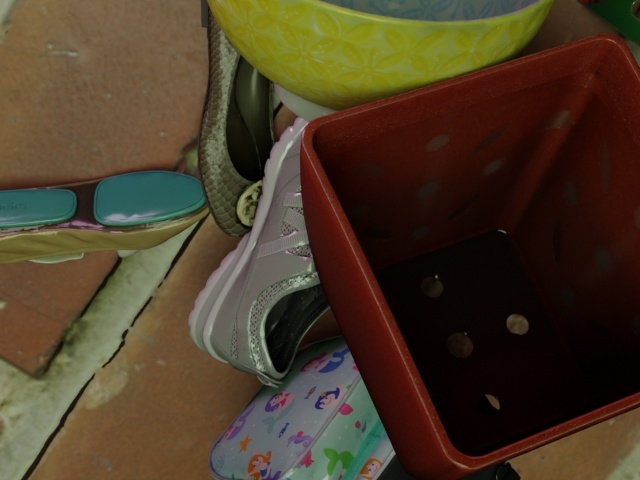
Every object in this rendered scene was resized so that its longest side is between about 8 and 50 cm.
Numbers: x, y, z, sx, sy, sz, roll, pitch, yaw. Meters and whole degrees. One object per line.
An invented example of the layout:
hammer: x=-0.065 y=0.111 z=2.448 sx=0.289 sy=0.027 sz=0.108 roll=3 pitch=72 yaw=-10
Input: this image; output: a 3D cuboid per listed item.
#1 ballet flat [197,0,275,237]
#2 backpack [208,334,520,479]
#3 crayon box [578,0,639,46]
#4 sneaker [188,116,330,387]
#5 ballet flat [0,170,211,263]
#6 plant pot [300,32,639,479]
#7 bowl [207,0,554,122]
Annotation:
ballet flat: x=-0.063 y=-0.122 z=1.274 sx=0.058 sy=0.084 sz=0.249 roll=9 pitch=107 yaw=30
backpack: x=0.018 y=0.201 z=1.290 sx=0.191 sy=0.253 sz=0.225 roll=45 pitch=63 yaw=-11
crayon box: x=0.322 y=-0.289 z=1.133 sx=0.081 sy=0.202 sz=0.318 roll=14 pitch=113 yaw=-40
sneaker: x=0.000 y=0.000 z=1.272 sx=0.105 sy=0.115 sz=0.281 roll=16 pitch=105 yaw=-48
ballet flat: x=-0.206 y=-0.017 z=1.334 sx=0.232 sy=0.080 sz=0.073 roll=-3 pitch=137 yaw=6
plant pot: x=0.136 y=0.043 z=1.116 sx=0.267 sy=0.236 sz=0.267 roll=-18 pitch=70 yaw=-18
bowl: x=0.031 y=-0.179 z=1.164 sx=0.289 sy=0.289 sz=0.156 roll=13 pitch=126 yaw=-2
